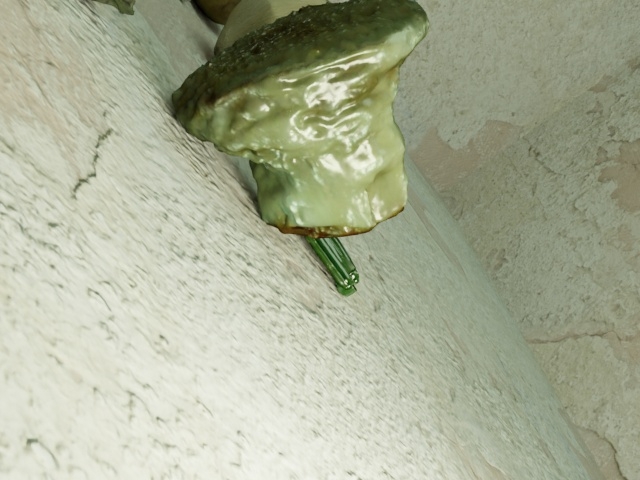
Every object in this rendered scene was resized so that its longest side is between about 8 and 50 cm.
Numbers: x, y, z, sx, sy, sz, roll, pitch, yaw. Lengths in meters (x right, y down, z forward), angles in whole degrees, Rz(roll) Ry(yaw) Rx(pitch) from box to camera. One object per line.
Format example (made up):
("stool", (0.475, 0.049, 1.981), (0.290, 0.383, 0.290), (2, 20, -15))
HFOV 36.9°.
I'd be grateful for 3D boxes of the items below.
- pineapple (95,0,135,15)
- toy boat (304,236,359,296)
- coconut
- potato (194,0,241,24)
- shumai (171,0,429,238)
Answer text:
("pineapple", (-0.340, -0.489, 1.379), (0.223, 0.222, 0.358), (-67, 138, -76))
("toy boat", (0.000, 0.000, 1.619), (0.210, 0.052, 0.104), (53, 14, 2))
("coconut", (-0.086, -0.386, 1.931), (0.237, 0.265, 0.237), (53, -28, 44))
("potato", (-0.239, -0.565, 2.178), (0.138, 0.098, 0.243), (42, 13, -51))
("shumai", (0.004, -0.170, 1.447), (0.324, 0.397, 0.324), (-86, 156, -67))
